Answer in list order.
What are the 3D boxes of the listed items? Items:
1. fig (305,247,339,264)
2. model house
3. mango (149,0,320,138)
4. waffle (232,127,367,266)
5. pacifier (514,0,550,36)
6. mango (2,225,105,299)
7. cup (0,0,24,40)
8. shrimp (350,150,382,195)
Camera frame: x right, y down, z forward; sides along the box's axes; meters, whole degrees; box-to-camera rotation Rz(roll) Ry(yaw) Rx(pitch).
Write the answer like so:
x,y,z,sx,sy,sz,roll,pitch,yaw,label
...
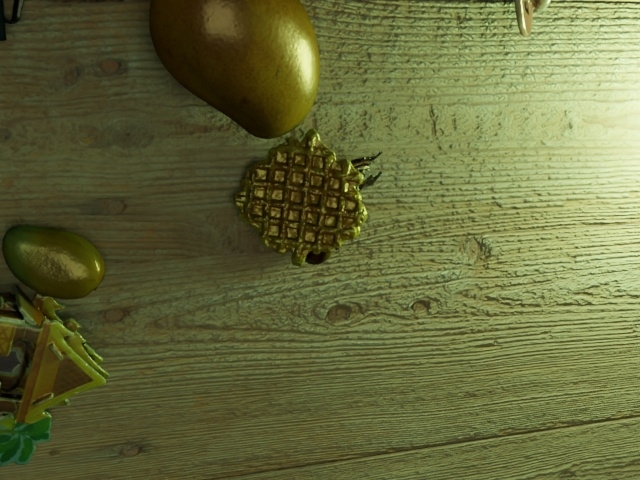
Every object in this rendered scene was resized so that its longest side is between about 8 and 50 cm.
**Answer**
x,y,z,sx,sy,sz,roll,pitch,yaw,label
0.000,0.000,1.883,0.098,0.082,0.084,-34,102,-49,fig
-0.558,0.279,1.694,0.312,0.242,0.358,14,100,-24,model house
-0.140,-0.347,1.657,0.264,0.221,0.378,-43,124,-7,mango
-0.033,-0.080,1.806,0.243,0.059,0.238,-35,90,5,waffle
0.361,-0.552,1.752,0.273,0.220,0.332,-3,93,-17,pacifier
-0.497,0.037,1.717,0.194,0.092,0.130,34,95,-19,mango
-0.584,-0.409,1.562,0.113,0.150,0.138,6,105,16,cup
0.057,-0.117,1.864,0.190,0.075,0.073,-42,81,-12,shrimp
